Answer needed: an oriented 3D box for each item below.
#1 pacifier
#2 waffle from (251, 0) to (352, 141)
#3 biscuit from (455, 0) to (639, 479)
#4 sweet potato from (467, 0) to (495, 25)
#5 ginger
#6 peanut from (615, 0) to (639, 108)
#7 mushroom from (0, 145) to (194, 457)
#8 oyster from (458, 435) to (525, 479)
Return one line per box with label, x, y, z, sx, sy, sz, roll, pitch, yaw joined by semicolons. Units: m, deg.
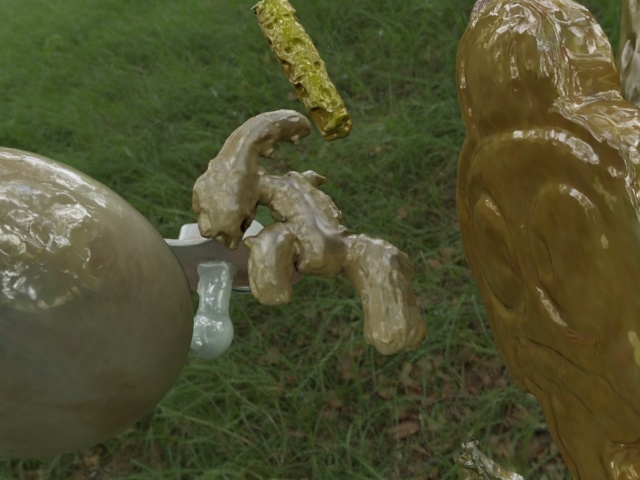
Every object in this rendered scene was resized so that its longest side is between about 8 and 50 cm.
pacifier;-0.192;0.066;1.255;0.331;0.221;0.273;-5;26;23
waffle;-0.019;-0.239;0.977;0.055;0.211;0.160;-30;7;4
biscuit;0.163;0.017;0.483;0.051;0.376;0.269;-15;3;-9
sweet potato;0.307;-0.407;1.283;0.068;0.068;0.226;0;47;35
ginger;-0.014;0.006;0.605;0.149;0.259;0.065;-30;-11;-18
peanut;0.333;-0.141;0.540;0.192;0.388;0.169;-3;17;-24
mushroom;-0.304;0.047;0.691;0.362;0.362;0.295;-14;40;18
oyster;0.287;0.357;0.882;0.197;0.337;0.133;16;82;-2
